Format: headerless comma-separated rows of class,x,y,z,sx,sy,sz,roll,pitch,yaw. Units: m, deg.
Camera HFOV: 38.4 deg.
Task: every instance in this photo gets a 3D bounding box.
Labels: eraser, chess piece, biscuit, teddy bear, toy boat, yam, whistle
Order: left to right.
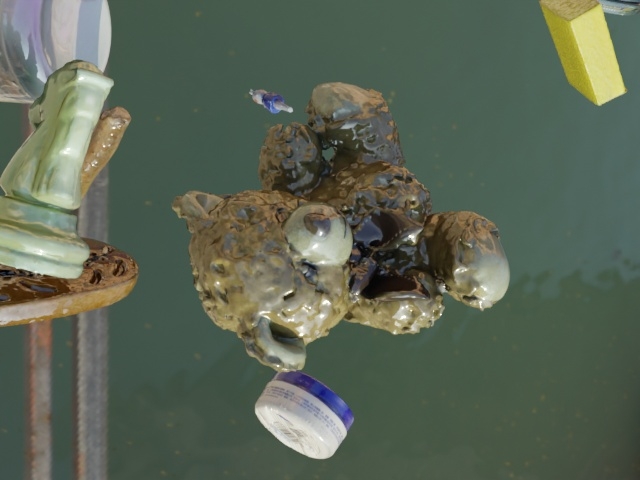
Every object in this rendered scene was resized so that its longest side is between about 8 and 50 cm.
biscuit,-0.492,0.047,1.509,0.367,0.314,0.063,-12,117,-44
chess piece,-0.373,-0.105,1.265,0.176,0.176,0.298,18,88,-46
yam,-0.370,-0.120,1.451,0.057,0.241,0.056,28,36,-22
whistle,-0.072,-0.204,1.354,0.033,0.083,0.029,25,94,-53
teddy bear,0.000,0.000,0.825,0.256,0.156,0.267,-18,63,-36
eraser,0.319,-0.237,1.118,0.045,0.097,0.122,-28,119,4
toy boat,0.453,-0.378,1.428,0.141,0.055,0.060,4,132,-19

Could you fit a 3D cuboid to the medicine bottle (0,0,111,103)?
medicine bottle,-0.521,-0.345,1.480,0.241,0.302,0.241,7,90,-71

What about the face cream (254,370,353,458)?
face cream,-0.040,0.382,2.006,0.111,0.206,0.206,-53,128,-29
